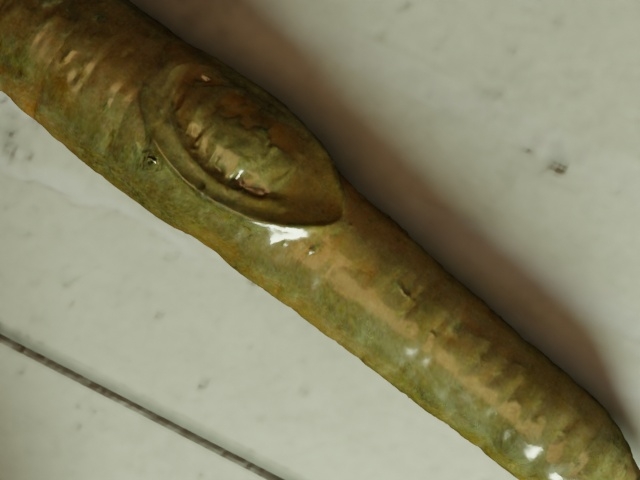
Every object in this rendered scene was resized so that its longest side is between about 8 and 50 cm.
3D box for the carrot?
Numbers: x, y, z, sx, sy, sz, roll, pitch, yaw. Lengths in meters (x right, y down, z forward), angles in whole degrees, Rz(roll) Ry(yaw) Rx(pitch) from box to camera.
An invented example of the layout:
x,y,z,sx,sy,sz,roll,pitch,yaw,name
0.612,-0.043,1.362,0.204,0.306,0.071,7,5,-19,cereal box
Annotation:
x,y,z,sx,sy,sz,roll,pitch,yaw,name
-0.001,0.001,0.724,0.342,0.070,0.070,38,109,4,carrot
